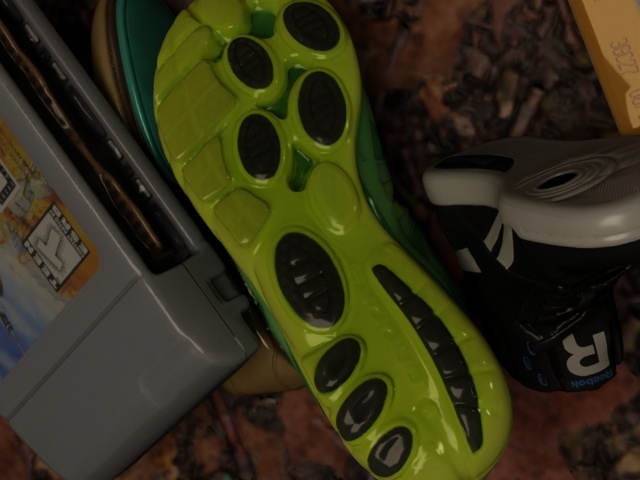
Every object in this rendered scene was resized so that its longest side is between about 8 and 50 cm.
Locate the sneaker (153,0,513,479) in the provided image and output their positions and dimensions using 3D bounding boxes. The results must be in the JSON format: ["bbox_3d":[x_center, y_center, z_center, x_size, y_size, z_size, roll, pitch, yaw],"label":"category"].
[{"bbox_3d":[0.000,0.000,0.925,0.109,0.123,0.295,-23,71,-3],"label":"sneaker"}]

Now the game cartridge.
[{"bbox_3d":[-0.167,-0.018,0.980,0.297,0.062,0.198,53,135,7],"label":"game cartridge"}]

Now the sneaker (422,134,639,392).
[{"bbox_3d":[0.123,0.018,0.856,0.079,0.217,0.121,-23,102,-11],"label":"sneaker"}]

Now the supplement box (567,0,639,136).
[{"bbox_3d":[0.171,-0.088,0.867,0.078,0.080,0.233,-20,96,22],"label":"supplement box"}]

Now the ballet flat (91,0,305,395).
[{"bbox_3d":[-0.074,-0.019,0.976,0.073,0.080,0.232,-26,91,35],"label":"ballet flat"}]
